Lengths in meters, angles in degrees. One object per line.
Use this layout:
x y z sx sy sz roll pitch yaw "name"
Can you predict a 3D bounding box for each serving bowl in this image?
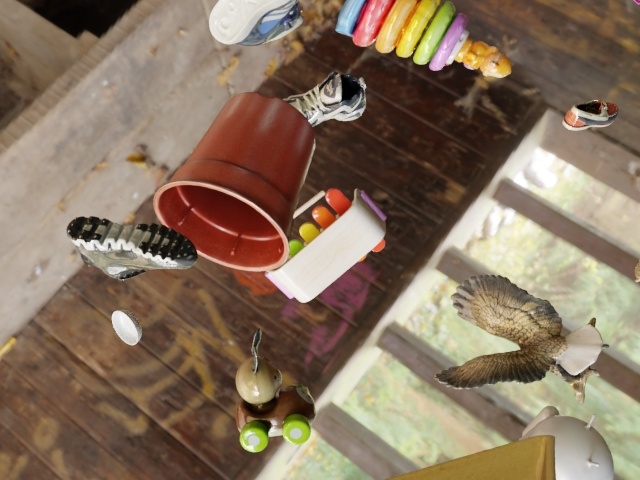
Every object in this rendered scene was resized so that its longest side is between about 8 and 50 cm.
-0.416 0.184 1.845 0.027 0.083 0.083 -34 150 -42 "serving bowl"

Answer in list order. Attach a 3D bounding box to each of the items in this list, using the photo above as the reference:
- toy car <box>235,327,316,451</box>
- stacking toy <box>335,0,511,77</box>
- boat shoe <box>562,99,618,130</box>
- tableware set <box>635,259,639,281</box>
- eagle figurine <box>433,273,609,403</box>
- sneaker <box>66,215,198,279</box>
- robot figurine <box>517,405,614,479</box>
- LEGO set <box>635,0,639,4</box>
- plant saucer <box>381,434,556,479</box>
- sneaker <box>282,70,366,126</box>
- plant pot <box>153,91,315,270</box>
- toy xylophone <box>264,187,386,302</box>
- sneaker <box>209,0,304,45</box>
-0.094 0.260 1.547 0.155 0.149 0.188 -95 175 -75 "toy car"
0.191 -0.357 1.448 0.166 0.302 0.175 -60 179 13 "stacking toy"
0.497 -0.234 1.542 0.137 0.049 0.043 -15 142 -31 "boat shoe"
0.514 -0.015 1.214 0.141 0.020 0.169 -47 -172 47 "tableware set"
0.396 0.214 1.682 0.226 0.298 0.225 -68 176 -70 "eagle figurine"
-0.323 0.024 1.481 0.106 0.234 0.078 91 12 -45 "sneaker"
0.513 0.523 1.895 0.353 0.199 0.300 121 -25 -45 "robot figurine"
0.523 -0.353 1.211 0.087 0.227 0.093 -40 -148 36 "LEGO set"
0.086 0.325 0.841 0.332 0.081 0.333 -21 -178 16 "plant saucer"
-0.002 -0.318 1.893 0.235 0.094 0.153 -6 160 -11 "sneaker"
-0.142 -0.126 1.644 0.272 0.272 0.265 88 21 -57 "plant pot"
0.000 0.000 2.008 0.322 0.236 0.081 -33 -155 6 "toy xylophone"
-0.082 -0.551 1.856 0.323 0.130 0.236 -39 175 32 "sneaker"
